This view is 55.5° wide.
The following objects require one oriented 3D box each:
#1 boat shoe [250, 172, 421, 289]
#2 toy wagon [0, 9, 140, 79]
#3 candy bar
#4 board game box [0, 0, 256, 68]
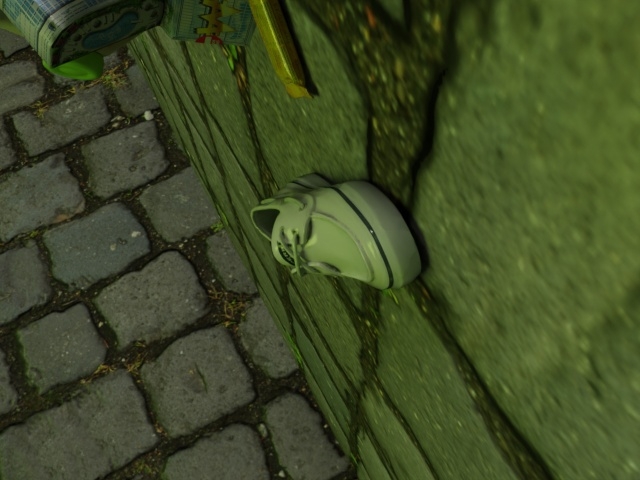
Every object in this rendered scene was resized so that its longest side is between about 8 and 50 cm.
[{"bbox_3d":[0.000,0.000,0.478,0.083,0.075,0.226,67,168,-15],"label":"boat shoe"},{"bbox_3d":[-0.235,-0.297,0.580,0.344,0.068,0.267,9,-95,-58],"label":"toy wagon"},{"bbox_3d":[-0.041,-0.174,0.427,0.040,0.018,0.161,35,149,61],"label":"candy bar"},{"bbox_3d":[-0.146,-0.217,0.459,0.194,0.194,0.060,48,149,8],"label":"board game box"}]
